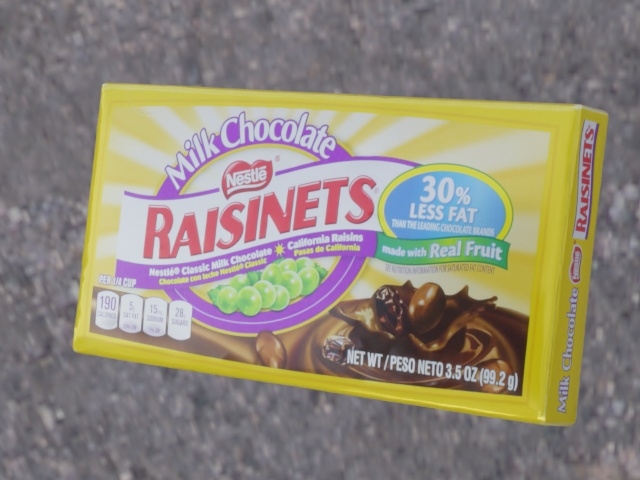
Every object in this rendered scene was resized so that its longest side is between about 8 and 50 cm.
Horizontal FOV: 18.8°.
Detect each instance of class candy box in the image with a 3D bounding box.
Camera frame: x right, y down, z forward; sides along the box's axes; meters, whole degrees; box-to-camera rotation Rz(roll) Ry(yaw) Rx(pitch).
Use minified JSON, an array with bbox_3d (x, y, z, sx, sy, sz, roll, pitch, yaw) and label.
[{"bbox_3d":[0.000,0.000,0.679,0.206,0.027,0.105,5,86,35],"label":"candy box"}]
